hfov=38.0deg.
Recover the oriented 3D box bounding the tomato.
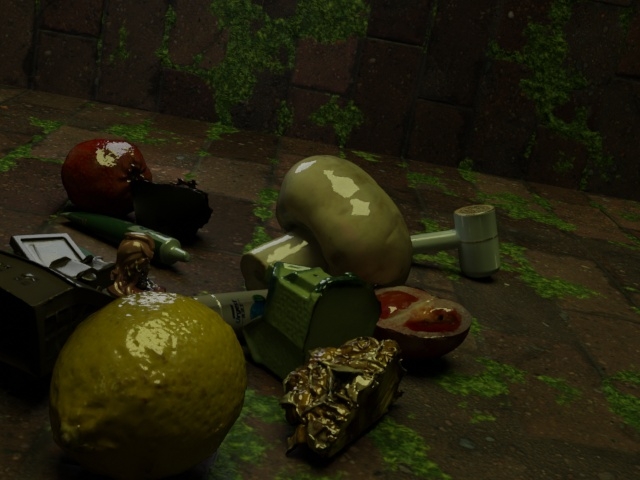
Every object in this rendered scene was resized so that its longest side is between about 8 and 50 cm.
[{"bbox_3d":[0.174,0.179,1.816,0.228,0.112,0.199,22,28,36],"label":"tomato"}]

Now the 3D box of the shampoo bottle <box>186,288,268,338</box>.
[{"bbox_3d":[-0.161,0.141,1.753,0.303,0.092,0.092,-1,21,-38],"label":"shampoo bottle"}]

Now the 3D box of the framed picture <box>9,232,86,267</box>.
[{"bbox_3d":[-0.534,0.042,1.874,0.127,0.023,0.168,-3,37,-45],"label":"framed picture"}]

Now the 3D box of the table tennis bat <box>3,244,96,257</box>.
[{"bbox_3d":[-0.579,0.037,1.919,0.244,0.040,0.153,-3,27,-43],"label":"table tennis bat"}]

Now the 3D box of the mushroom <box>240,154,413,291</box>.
[{"bbox_3d":[0.030,-0.014,1.981,0.353,0.353,0.325,-6,-15,-44],"label":"mushroom"}]

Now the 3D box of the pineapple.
[{"bbox_3d":[0.029,0.216,1.478,0.161,0.158,0.334,32,29,21],"label":"pineapple"}]

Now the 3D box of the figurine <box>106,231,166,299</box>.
[{"bbox_3d":[-0.366,0.064,1.806,0.114,0.157,0.126,-21,35,-23],"label":"figurine"}]

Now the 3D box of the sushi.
[{"bbox_3d":[-0.348,-0.078,2.262,0.172,0.153,0.150,-10,-3,5],"label":"sushi"}]

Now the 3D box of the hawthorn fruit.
[{"bbox_3d":[-0.548,-0.158,2.312,0.253,0.205,0.205,5,11,34],"label":"hawthorn fruit"}]

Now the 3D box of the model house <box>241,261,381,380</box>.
[{"bbox_3d":[-0.025,0.133,1.666,0.189,0.214,0.195,23,23,37],"label":"model house"}]

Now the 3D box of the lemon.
[{"bbox_3d":[-0.235,0.198,1.263,0.253,0.254,0.310,18,23,23],"label":"lemon"}]

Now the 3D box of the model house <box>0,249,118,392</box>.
[{"bbox_3d":[-0.425,0.109,1.479,0.211,0.205,0.243,19,28,26],"label":"model house"}]

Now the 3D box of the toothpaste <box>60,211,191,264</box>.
[{"bbox_3d":[-0.441,-0.011,2.127,0.392,0.061,0.098,18,11,35],"label":"toothpaste"}]

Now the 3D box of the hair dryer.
[{"bbox_3d":[0.282,0.018,2.408,0.357,0.173,0.107,-7,12,4],"label":"hair dryer"}]
